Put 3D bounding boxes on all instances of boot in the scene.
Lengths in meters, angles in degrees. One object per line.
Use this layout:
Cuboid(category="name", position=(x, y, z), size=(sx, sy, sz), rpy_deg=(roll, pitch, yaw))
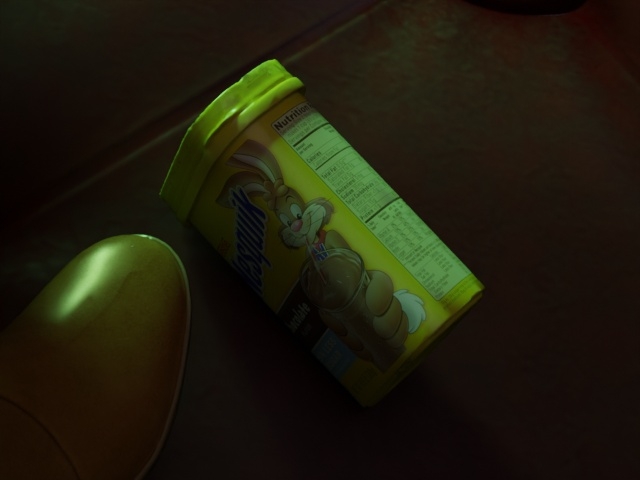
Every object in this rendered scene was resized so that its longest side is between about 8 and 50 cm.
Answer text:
Cuboid(category="boot", position=(-0.170, 0.073, 0.828), size=(0.104, 0.211, 0.295), rpy_deg=(11, 61, 27))

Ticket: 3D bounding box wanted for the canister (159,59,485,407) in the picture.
Cuboid(category="canister", position=(0.000, 0.000, 0.964), size=(0.073, 0.126, 0.170), rpy_deg=(-40, 82, -27))
